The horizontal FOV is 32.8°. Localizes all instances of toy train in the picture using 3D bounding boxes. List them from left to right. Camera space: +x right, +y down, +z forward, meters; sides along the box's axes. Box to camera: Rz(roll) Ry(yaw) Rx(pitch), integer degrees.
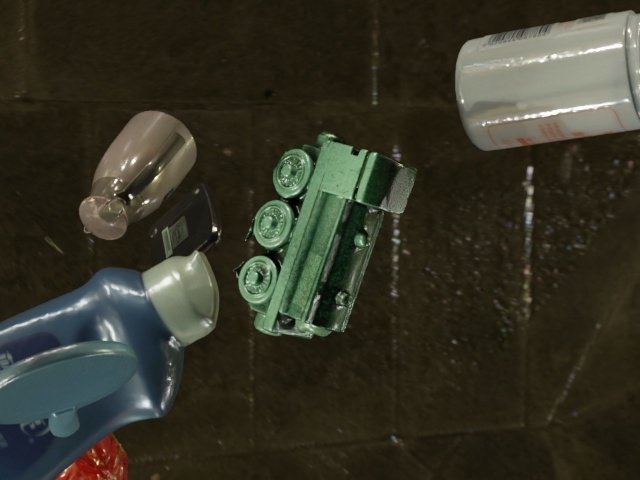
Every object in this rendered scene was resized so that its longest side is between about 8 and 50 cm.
[{"bbox_3d":[0.000,0.000,0.859,0.071,0.111,0.170,18,91,-47],"label":"toy train"}]

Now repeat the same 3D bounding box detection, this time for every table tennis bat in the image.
[{"bbox_3d":[-0.164,0.097,0.688,0.100,0.155,0.019,-17,70,-16],"label":"table tennis bat"}]

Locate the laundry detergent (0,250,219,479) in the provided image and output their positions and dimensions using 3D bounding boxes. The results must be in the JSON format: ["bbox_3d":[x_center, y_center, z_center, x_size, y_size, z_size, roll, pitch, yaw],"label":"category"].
[{"bbox_3d":[-0.208,0.111,0.918,0.290,0.094,0.143,-31,86,3],"label":"laundry detergent"}]

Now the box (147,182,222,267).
[{"bbox_3d":[-0.189,-0.010,1.514,0.125,0.126,0.027,-42,128,19],"label":"box"}]

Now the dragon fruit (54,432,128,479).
[{"bbox_3d":[-0.395,0.313,1.420,0.277,0.277,0.342,-27,67,-16],"label":"dragon fruit"}]

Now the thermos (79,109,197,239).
[{"bbox_3d":[-0.233,-0.085,1.399,0.105,0.137,0.193,47,37,-15],"label":"thermos"}]

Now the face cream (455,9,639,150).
[{"bbox_3d":[0.245,-0.139,0.911,0.101,0.251,0.101,18,69,-60],"label":"face cream"}]
